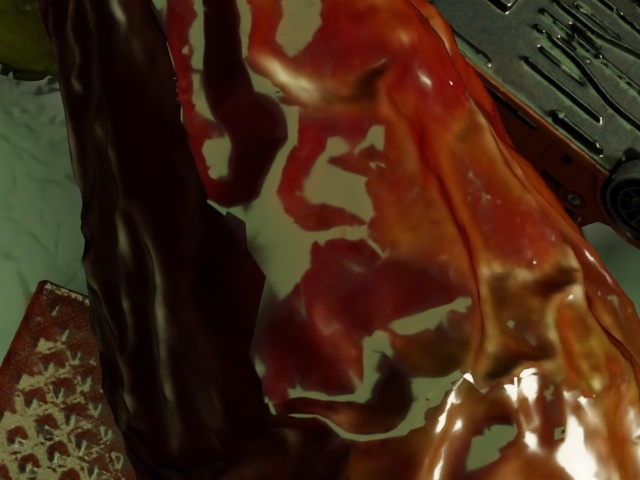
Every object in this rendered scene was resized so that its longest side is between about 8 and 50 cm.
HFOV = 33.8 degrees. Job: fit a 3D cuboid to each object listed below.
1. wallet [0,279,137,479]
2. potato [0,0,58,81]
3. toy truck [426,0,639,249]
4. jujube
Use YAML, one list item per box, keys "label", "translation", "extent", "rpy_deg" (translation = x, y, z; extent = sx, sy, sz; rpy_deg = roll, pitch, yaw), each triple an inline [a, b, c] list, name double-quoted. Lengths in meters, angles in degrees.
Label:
- label: "wallet"
  translation: [-0.113, 0.121, 0.457]
  extent: [0.103, 0.020, 0.196]
  rpy_deg: [22, 67, -10]
- label: "potato"
  translation: [-0.127, -0.151, 0.495]
  extent: [0.251, 0.113, 0.149]
  rpy_deg: [13, 74, -13]
- label: "toy truck"
  translation: [0.110, -0.091, 0.547]
  extent: [0.252, 0.114, 0.107]
  rpy_deg: [40, 64, 1]
- label: "jujube"
  translation: [0.000, 0.000, 0.409]
  extent: [0.216, 0.216, 0.342]
  rpy_deg: [-28, 96, -23]
